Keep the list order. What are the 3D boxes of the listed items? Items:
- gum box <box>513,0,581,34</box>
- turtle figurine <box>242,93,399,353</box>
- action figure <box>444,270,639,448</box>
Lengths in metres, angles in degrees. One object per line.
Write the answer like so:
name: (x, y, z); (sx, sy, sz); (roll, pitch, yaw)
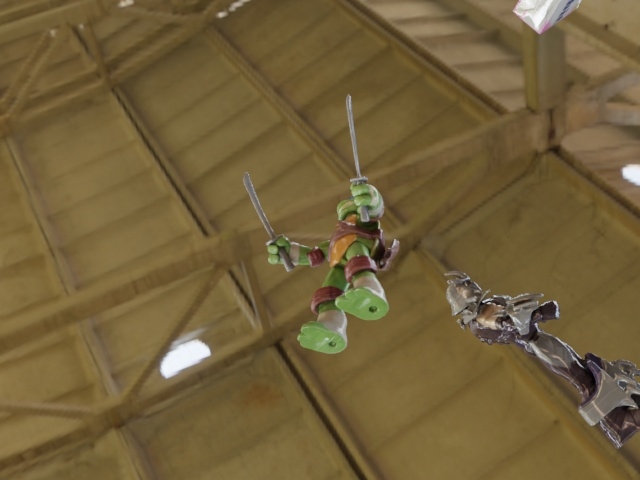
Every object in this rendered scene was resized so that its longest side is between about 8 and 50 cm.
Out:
gum box: (0.388, -0.419, 1.505); (0.107, 0.188, 0.062); (-34, -108, -33)
turtle figurine: (0.000, 0.000, 1.337); (0.198, 0.275, 0.266); (-15, -138, 13)
action figure: (0.266, 0.122, 1.152); (0.285, 0.185, 0.099); (35, -86, 11)
